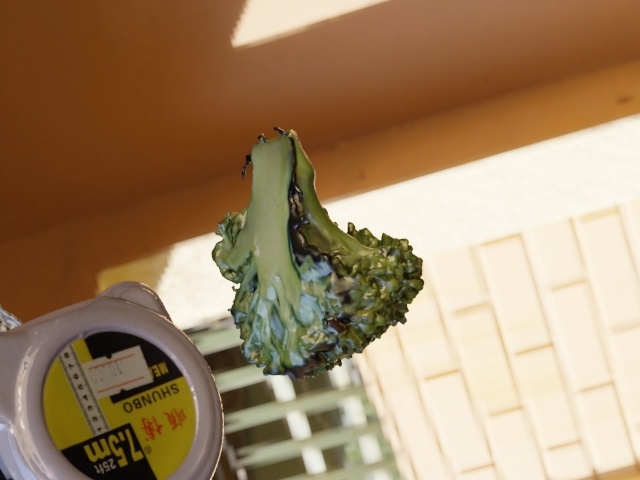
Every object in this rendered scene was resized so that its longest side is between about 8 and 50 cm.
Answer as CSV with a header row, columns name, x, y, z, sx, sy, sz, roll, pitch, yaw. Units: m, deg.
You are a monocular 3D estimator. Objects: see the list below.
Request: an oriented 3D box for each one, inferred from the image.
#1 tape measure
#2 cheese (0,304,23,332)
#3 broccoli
name,x,y,z,sx,sy,sz,roll,pitch,yaw
tape measure,-0.164,0.131,1.169,0.105,0.196,0.178,-36,73,51
cheese,-0.368,0.047,1.713,0.162,0.086,0.036,44,152,-8
broccoli,0.011,0.010,1.840,0.242,0.180,0.273,9,100,51
